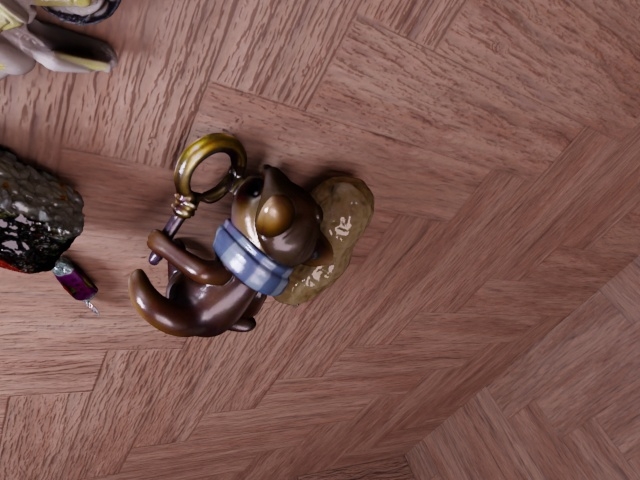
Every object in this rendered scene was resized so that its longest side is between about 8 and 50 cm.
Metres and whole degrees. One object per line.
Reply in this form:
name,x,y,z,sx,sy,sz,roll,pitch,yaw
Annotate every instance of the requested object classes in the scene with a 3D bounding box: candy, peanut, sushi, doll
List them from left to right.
sushi,-0.440,-0.053,0.635,0.225,0.136,0.126,29,114,-37
candy,-0.434,0.072,0.843,0.043,0.045,0.175,-30,143,-16
doll,-0.153,0.019,0.809,0.340,0.209,0.318,-43,136,15
peanut,0.003,0.001,0.931,0.291,0.143,0.159,-58,163,26

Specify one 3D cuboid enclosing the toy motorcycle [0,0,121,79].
toy motorcycle,-0.381,-0.233,0.481,0.341,0.108,0.223,-8,147,-35
